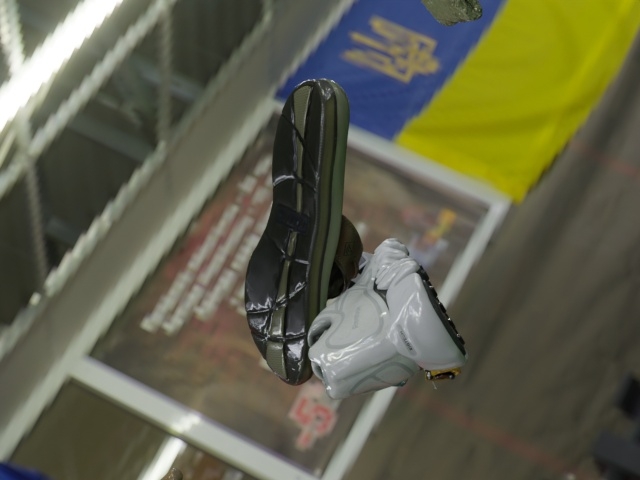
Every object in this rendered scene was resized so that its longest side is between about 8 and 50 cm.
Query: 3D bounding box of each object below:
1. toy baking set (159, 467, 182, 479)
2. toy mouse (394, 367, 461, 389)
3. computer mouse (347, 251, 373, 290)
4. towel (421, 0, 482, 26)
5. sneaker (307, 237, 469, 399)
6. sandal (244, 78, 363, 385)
[{"bbox_3d":[-0.158,0.355,1.739,0.030,0.196,0.256,2,-42,-49],"label":"toy baking set"},{"bbox_3d":[0.114,0.160,2.042,0.161,0.143,0.031,135,132,-62],"label":"toy mouse"},{"bbox_3d":[0.049,0.047,2.085,0.106,0.193,0.042,-53,31,11],"label":"computer mouse"},{"bbox_3d":[0.103,-0.278,1.599,0.027,0.148,0.110,-41,12,-7],"label":"towel"},{"bbox_3d":[0.044,0.070,1.322,0.118,0.110,0.292,-31,0,2],"label":"sneaker"},{"bbox_3d":[0.001,-0.001,1.490,0.086,0.120,0.302,-1,-67,-33],"label":"sandal"}]
